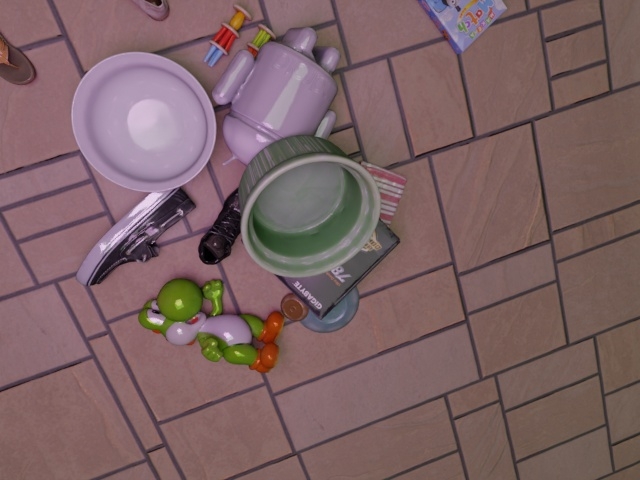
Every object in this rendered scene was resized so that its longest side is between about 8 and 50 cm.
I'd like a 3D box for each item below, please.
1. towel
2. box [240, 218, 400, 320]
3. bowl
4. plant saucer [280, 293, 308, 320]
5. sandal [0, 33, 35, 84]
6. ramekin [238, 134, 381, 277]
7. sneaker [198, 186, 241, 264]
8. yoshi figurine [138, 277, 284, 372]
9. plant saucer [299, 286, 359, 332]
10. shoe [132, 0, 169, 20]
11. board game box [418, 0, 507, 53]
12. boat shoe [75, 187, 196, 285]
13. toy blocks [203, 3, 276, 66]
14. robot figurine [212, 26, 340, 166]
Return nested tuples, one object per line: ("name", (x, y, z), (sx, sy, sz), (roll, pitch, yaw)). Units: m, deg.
("towel", (0.139, -0.104, 1.187), (0.144, 0.029, 0.196), (17, 103, -13))
("box", (0.000, 0.000, 1.125), (0.293, 0.073, 0.295), (-44, 92, -1))
("bowl", (-0.387, -0.265, 0.994), (0.298, 0.134, 0.297), (-2, 104, -9))
("plant saucer", (-0.074, 0.189, 1.205), (0.084, 0.015, 0.083), (4, 105, 15))
("sandal", (-0.707, -0.419, 0.941), (0.072, 0.049, 0.180), (-34, 107, -1))
("ramekin", (-0.035, -0.079, 0.949), (0.304, 0.148, 0.303), (-12, 130, -14))
("sneaker", (-0.229, -0.032, 1.083), (0.087, 0.130, 0.227), (36, 93, -18))
("yoshi figurine", (-0.273, 0.204, 1.111), (0.363, 0.203, 0.202), (18, 84, -12))
("plant saucer", (0.021, 0.180, 1.228), (0.195, 0.037, 0.194), (-3, 104, -11))
("shoe", (-0.424, -0.585, 0.948), (0.219, 0.058, 0.076), (42, 93, -17))
("board game box", (0.347, -0.612, 1.093), (0.160, 0.039, 0.211), (-45, 108, 2))
("boat shoe", (-0.444, 0.001, 1.054), (0.119, 0.121, 0.335), (44, 91, -12))
("toy blocks", (-0.194, -0.455, 1.024), (0.123, 0.054, 0.148), (34, 95, -16))
("robot figurine", (-0.096, -0.306, 1.002), (0.300, 0.200, 0.353), (25, 99, -31))
